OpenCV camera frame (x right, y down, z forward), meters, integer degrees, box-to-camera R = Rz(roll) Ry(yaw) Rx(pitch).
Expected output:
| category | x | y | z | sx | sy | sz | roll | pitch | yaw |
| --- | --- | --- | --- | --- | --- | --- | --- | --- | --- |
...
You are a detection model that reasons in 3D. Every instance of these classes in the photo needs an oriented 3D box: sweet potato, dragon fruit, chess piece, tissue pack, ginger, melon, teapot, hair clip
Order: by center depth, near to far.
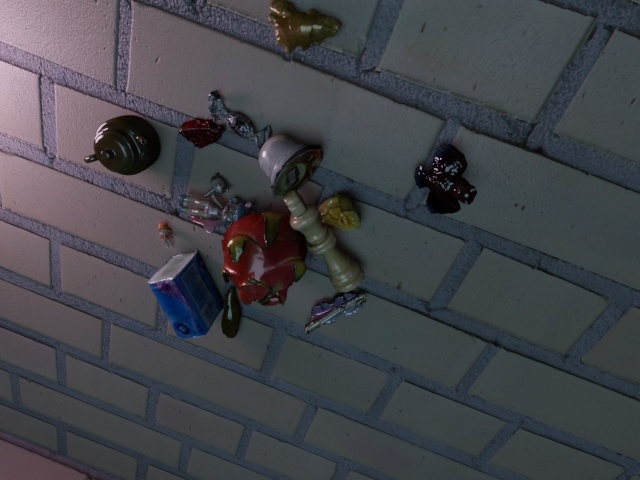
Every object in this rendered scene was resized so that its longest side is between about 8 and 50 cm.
| category | x | y | z | sx | sy | sz | roll | pitch | yaw |
| --- | --- | --- | --- | --- | --- | --- | --- | --- | --- |
| ginger | -0.052 | -0.563 | 1.137 | 0.205 | 0.081 | 0.115 | 21 | 90 | 10 |
| dragon fruit | -0.371 | -0.359 | 1.353 | 0.131 | 0.063 | 0.097 | -17 | 146 | 21 |
| chess piece | 0.000 | 0.000 | 1.372 | 0.117 | 0.117 | 0.397 | -22 | 123 | 23 |
| melon | 0.073 | -0.088 | 1.375 | 0.160 | 0.079 | 0.128 | -9 | 138 | 41 |
| teapot | -0.652 | -0.295 | 1.376 | 0.267 | 0.175 | 0.186 | -12 | 113 | 19 |
| dragon fruit | -0.177 | 0.078 | 1.389 | 0.305 | 0.226 | 0.305 | -5 | 142 | -4 |
| hair clip | 0.047 | 0.261 | 1.576 | 0.292 | 0.084 | 0.106 | -33 | 102 | 21 |
| tissue pack | -0.499 | 0.205 | 1.600 | 0.146 | 0.198 | 0.264 | -13 | 115 | 18 |
| sweet potato | -0.357 | 0.296 | 1.688 | 0.077 | 0.077 | 0.244 | 12 | 123 | 6 |

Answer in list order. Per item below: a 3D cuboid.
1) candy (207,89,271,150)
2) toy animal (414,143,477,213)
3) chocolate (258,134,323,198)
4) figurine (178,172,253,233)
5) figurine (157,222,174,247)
| category | x | y | z | sx | sy | sz | roll | pitch | yaw |
| --- | --- | --- | --- | --- | --- | --- | --- | --- | --- |
| candy | -0.252 | -0.367 | 1.310 | 0.226 | 0.051 | 0.094 | 37 | 117 | -8 |
| toy animal | 0.356 | -0.154 | 1.212 | 0.116 | 0.179 | 0.219 | -4 | 120 | -14 |
| chocolate | -0.105 | -0.248 | 1.287 | 0.147 | 0.221 | 0.221 | 51 | 120 | 13 |
| figurine | -0.353 | -0.122 | 1.455 | 0.260 | 0.103 | 0.205 | 12 | 86 | 8 |
| figurine | -0.575 | -0.018 | 1.585 | 0.064 | 0.047 | 0.109 | -1 | 127 | 6 |
